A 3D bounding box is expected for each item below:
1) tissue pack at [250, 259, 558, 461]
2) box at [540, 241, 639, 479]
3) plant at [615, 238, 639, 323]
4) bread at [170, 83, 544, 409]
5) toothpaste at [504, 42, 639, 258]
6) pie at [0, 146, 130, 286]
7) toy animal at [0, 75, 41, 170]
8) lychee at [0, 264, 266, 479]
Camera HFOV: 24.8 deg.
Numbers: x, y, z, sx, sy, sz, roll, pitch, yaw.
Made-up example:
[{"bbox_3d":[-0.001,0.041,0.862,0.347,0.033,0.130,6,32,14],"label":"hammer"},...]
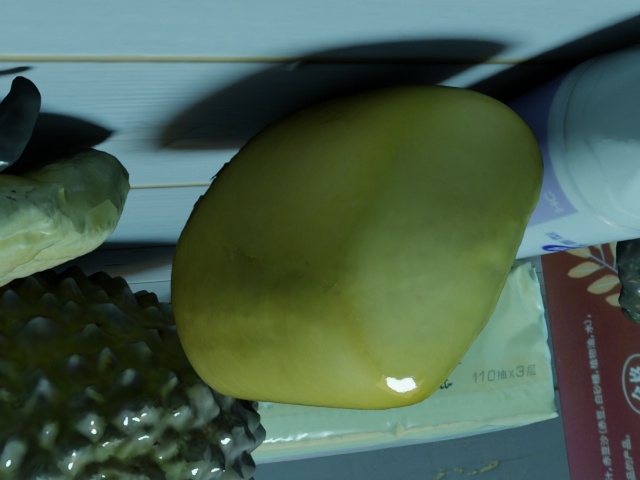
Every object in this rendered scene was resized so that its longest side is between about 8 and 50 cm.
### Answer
[{"bbox_3d":[0.030,0.148,1.711,0.405,0.205,0.332,-7,174,-11],"label":"tissue pack"},{"bbox_3d":[0.345,0.142,1.155,0.344,0.385,0.122,-2,172,-43],"label":"box"},{"bbox_3d":[0.270,-0.011,0.854,0.194,0.129,0.132,-6,174,12],"label":"plant"},{"bbox_3d":[0.000,0.000,0.634,0.098,0.147,0.217,28,161,-18],"label":"bread"},{"bbox_3d":[0.075,-0.027,0.731,0.125,0.080,0.371,-45,-166,-25],"label":"toothpaste"},{"bbox_3d":[-0.178,0.009,0.627,0.218,0.052,0.185,-23,-170,-35],"label":"pie"},{"bbox_3d":[-0.186,-0.012,0.448,0.148,0.084,0.232,-43,155,28],"label":"toy animal"},{"bbox_3d":[-0.252,0.190,1.119,0.432,0.380,0.380,-27,170,10],"label":"lychee"}]
